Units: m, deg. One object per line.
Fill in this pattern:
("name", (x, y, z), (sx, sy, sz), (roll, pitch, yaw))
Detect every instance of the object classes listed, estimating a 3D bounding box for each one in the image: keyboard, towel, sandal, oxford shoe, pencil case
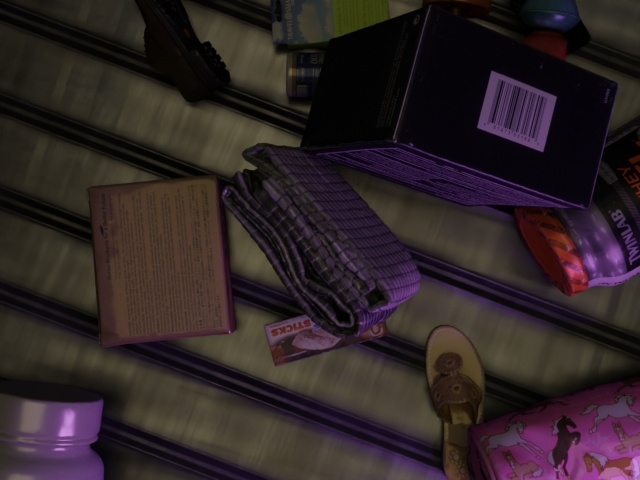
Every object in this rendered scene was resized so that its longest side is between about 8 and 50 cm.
("keyboard", (0.328, -0.365, 1.487), (0.100, 0.038, 0.192), (-29, 87, -25))
("towel", (0.000, 0.000, 1.351), (0.121, 0.235, 0.284), (-44, 80, 16))
("sandal", (0.207, 0.245, 1.429), (0.088, 0.079, 0.240), (-5, 87, -1))
("oxford shoe", (-0.237, -0.305, 1.444), (0.096, 0.083, 0.227), (-31, 94, 25))
("pencil case", (0.401, 0.294, 1.371), (0.385, 0.160, 0.167), (-16, 100, -8))

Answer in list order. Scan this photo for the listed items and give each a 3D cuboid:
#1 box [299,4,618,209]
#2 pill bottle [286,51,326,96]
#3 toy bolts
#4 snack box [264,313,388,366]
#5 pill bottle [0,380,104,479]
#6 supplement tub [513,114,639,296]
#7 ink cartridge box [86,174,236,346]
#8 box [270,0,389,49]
("box", (0.173, -0.165, 1.298), (0.296, 0.294, 0.183), (17, 85, -24))
("pill bottle", (0.009, -0.248, 1.456), (0.120, 0.067, 0.067), (1, 87, 0))
("toy bolts", (0.256, -0.334, 1.378), (0.228, 0.218, 0.159), (8, 93, 7))
("snack box", (0.009, 0.135, 1.461), (0.178, 0.022, 0.064), (-16, 86, -1))
("pill bottle", (-0.415, 0.390, 1.358), (0.204, 0.204, 0.361), (9, 88, 0))
("supplement tub", (0.450, -0.064, 1.387), (0.316, 0.193, 0.194), (-32, 88, -1))
("ink cartridge box", (-0.232, 0.030, 1.433), (0.193, 0.088, 0.235), (-5, 88, 1))
("box", (0.014, -0.349, 1.473), (0.178, 0.042, 0.109), (-4, 87, 0))
